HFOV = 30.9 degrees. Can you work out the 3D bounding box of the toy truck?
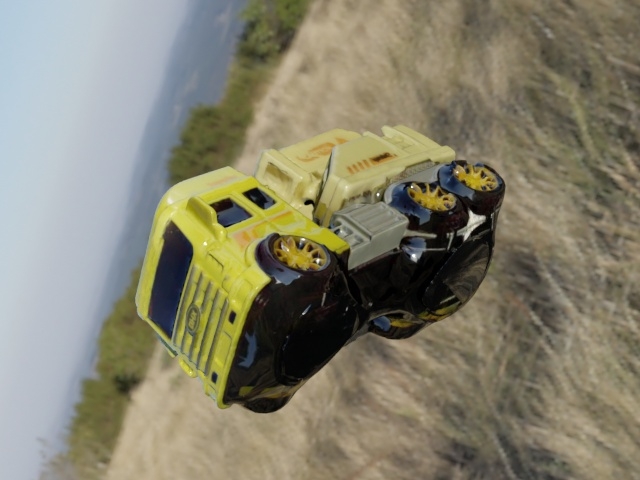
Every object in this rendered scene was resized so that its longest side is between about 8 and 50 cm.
[{"bbox_3d":[0.000,0.000,1.186,0.405,0.254,0.180,-24,-40,-44],"label":"toy truck"}]
